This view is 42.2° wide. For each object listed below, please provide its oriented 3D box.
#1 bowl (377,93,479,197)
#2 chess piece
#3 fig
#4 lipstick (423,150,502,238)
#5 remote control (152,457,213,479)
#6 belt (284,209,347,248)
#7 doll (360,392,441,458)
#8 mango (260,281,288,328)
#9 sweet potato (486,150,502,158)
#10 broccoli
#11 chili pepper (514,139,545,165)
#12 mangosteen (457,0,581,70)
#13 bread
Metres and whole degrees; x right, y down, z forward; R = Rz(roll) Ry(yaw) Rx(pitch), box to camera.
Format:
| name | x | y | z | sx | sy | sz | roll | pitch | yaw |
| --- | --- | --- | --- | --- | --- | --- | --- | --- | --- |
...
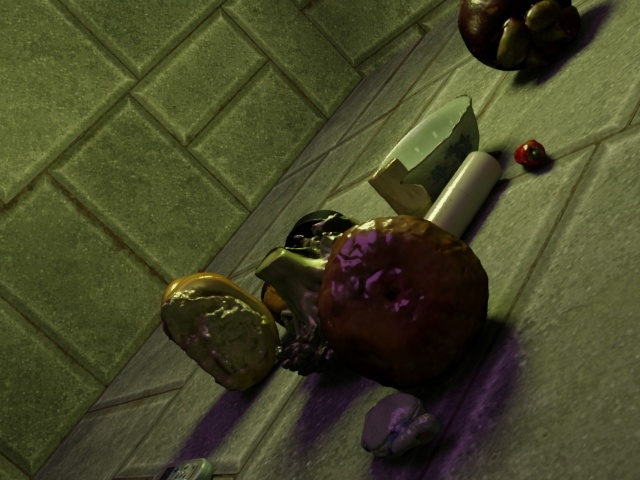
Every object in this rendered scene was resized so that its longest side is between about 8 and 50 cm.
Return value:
| name | x | y | z | sx | sy | sz | roll | pitch | yaw |
| --- | --- | --- | --- | --- | --- | --- | --- | --- | --- |
| bowl | 0.283 | -0.189 | 1.987 | 0.313 | 0.146 | 0.313 | -43 | 12 | 11 |
| chess piece | 0.196 | -0.089 | 1.826 | 0.090 | 0.200 | 0.090 | -41 | 15 | 13 |
| fig | 0.164 | 0.101 | 1.433 | 0.286 | 0.286 | 0.369 | -41 | -17 | 15 |
| lipstick | 0.270 | -0.049 | 1.733 | 0.326 | 0.087 | 0.087 | -53 | 15 | -28 |
| remote control | -0.308 | 0.528 | 1.824 | 0.244 | 0.047 | 0.087 | -26 | 26 | 52 |
| belt | 0.000 | 0.000 | 2.268 | 0.198 | 0.151 | 0.078 | -27 | 16 | 28 |
| doll | 0.111 | 0.280 | 1.256 | 0.103 | 0.071 | 0.214 | -49 | 10 | -20 |
| mango | -0.057 | 0.136 | 2.036 | 0.151 | 0.155 | 0.249 | -11 | 1 | -24 |
| sweet potato | 0.362 | -0.160 | 1.903 | 0.041 | 0.038 | 0.153 | 10 | 44 | 45 |
| broccoli | 0.025 | 0.107 | 1.692 | 0.324 | 0.272 | 0.334 | -28 | 18 | 3 |
| chili pepper | 0.433 | -0.179 | 1.720 | 0.059 | 0.050 | 0.191 | -46 | 1 | 9 |
| mangosteen | 0.530 | -0.584 | 2.188 | 0.307 | 0.307 | 0.347 | -42 | 44 | 11 |
| bread | -0.237 | 0.203 | 2.034 | 0.211 | 0.315 | 0.270 | -43 | 7 | -3 |
